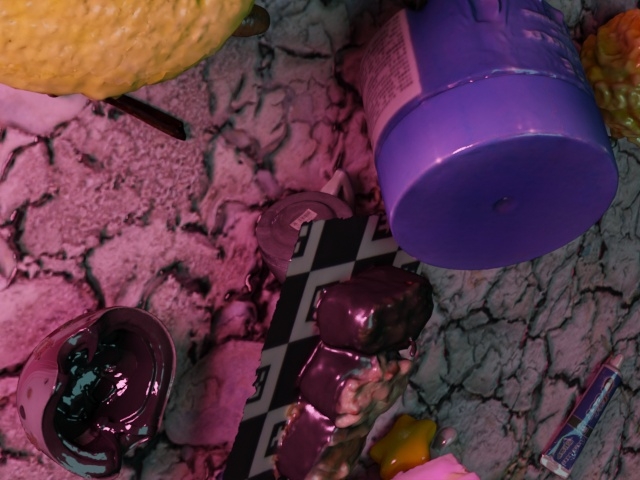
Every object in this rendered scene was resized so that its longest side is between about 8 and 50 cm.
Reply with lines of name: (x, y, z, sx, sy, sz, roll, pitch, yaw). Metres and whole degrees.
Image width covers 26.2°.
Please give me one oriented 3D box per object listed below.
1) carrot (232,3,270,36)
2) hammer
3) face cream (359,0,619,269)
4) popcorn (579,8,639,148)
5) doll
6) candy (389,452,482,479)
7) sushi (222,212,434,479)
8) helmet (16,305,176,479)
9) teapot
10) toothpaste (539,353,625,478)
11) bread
carrot: (-0.122, -0.228, 1.406, 0.165, 0.036, 0.035, -3, 106, -35)
hammer: (-0.195, -0.142, 1.383, 0.178, 0.021, 0.065, 26, 87, -41)
face cream: (0.175, -0.124, 1.489, 0.249, 0.225, 0.249, -8, 148, -5)
popcorn: (0.405, -0.203, 1.749, 0.180, 0.180, 0.170, 4, 137, -39)
doll: (0.126, 0.277, 1.749, 0.135, 0.071, 0.113, -28, 128, -34)
candy: (0.087, 0.383, 1.673, 0.265, 0.116, 0.155, -23, 130, -13)
sushi: (0.046, 0.158, 1.523, 0.296, 0.100, 0.373, -8, 120, -56)
helmet: (-0.239, 0.148, 1.393, 0.177, 0.107, 0.153, -51, 128, -38)
teapot: (-0.010, 0.003, 1.543, 0.111, 0.149, 0.108, -9, 133, 4)
toothpaste: (0.380, 0.245, 1.956, 0.057, 0.035, 0.197, 35, 83, -24)
bread: (-0.229, -0.308, 1.116, 0.348, 0.308, 0.348, -14, 117, -29)
